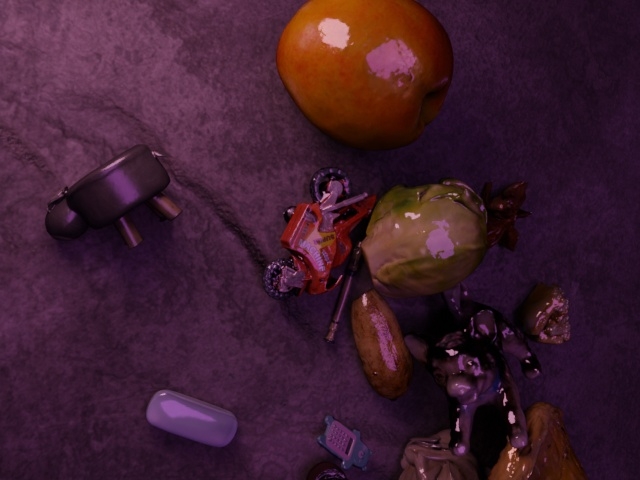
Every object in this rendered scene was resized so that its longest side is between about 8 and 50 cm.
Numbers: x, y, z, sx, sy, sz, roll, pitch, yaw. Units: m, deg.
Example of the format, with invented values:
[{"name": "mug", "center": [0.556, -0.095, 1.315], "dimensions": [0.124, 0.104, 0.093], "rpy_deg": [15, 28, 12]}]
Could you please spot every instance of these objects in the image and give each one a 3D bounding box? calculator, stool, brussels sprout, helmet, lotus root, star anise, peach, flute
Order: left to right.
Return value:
[{"name": "stool", "center": [-0.345, -0.064, 0.831], "dimensions": [0.228, 0.153, 0.139], "rpy_deg": [-25, 109, 24]}, {"name": "helmet", "center": [0.012, 0.524, 1.024], "dimensions": [0.098, 0.070, 0.123], "rpy_deg": [-6, 103, -15]}, {"name": "calculator", "center": [0.054, 0.442, 1.045], "dimensions": [0.141, 0.019, 0.094], "rpy_deg": [41, 45, -13]}, {"name": "flute", "center": [0.055, 0.109, 1.050], "dimensions": [0.027, 0.027, 0.232], "rpy_deg": [21, 84, -21]}, {"name": "peach", "center": [0.073, -0.321, 0.905], "dimensions": [0.333, 0.308, 0.307], "rpy_deg": [27, 80, 10]}, {"name": "lotus root", "center": [0.132, 0.232, 1.051], "dimensions": [0.110, 0.097, 0.258], "rpy_deg": [-22, 96, -17]}, {"name": "brussels sprout", "center": [0.214, -0.015, 0.988], "dimensions": [0.295, 0.259, 0.227], "rpy_deg": [-31, 94, 1]}, {"name": "star anise", "center": [0.426, -0.055, 1.151], "dimensions": [0.212, 0.111, 0.195], "rpy_deg": [-32, 127, -48]}]

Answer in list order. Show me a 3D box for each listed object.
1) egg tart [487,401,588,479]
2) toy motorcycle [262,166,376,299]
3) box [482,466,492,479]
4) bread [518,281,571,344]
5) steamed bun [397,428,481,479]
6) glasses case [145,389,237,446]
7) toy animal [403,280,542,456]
[{"name": "egg tart", "center": [0.434, 0.555, 1.010], "dimensions": [0.443, 0.178, 0.442], "rpy_deg": [-36, 139, -39]}, {"name": "toy motorcycle", "center": [-0.001, -0.001, 0.990], "dimensions": [0.171, 0.089, 0.297], "rpy_deg": [31, 80, -21]}, {"name": "box", "center": [0.498, 0.684, 1.245], "dimensions": [0.246, 0.035, 0.138], "rpy_deg": [26, 82, -21]}, {"name": "bread", "center": [0.554, 0.191, 1.224], "dimensions": [0.111, 0.103, 0.156], "rpy_deg": [-11, 91, -10]}, {"name": "steamed bun", "center": [0.280, 0.554, 1.094], "dimensions": [0.218, 0.144, 0.210], "rpy_deg": [-3, 93, -23]}, {"name": "glasses case", "center": [-0.244, 0.341, 0.926], "dimensions": [0.179, 0.045, 0.067], "rpy_deg": [29, 82, -21]}, {"name": "toy animal", "center": [0.308, 0.232, 1.024], "dimensions": [0.302, 0.194, 0.344], "rpy_deg": [63, 27, 1]}]
